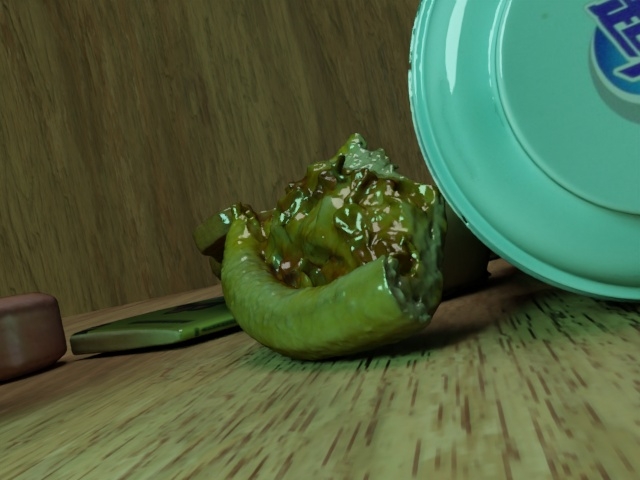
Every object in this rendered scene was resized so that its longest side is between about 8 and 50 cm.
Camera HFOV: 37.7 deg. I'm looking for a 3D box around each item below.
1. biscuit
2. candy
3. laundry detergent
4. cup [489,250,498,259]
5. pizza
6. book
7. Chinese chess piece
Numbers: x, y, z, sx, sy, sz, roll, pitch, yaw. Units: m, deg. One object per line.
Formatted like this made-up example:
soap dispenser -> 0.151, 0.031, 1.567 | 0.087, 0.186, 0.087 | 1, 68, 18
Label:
biscuit -> -0.051, -0.008, 1.203 | 0.202, 0.047, 0.334 | -21, -15, -2
candy -> -0.436, 0.128, 1.116 | 0.255, 0.094, 0.255 | -12, 0, 0
laundry detergent -> 0.210, -0.108, 0.648 | 0.287, 0.287, 0.305 | -12, 0, 11
cup -> 0.187, -0.018, 1.378 | 0.150, 0.113, 0.138 | -11, -2, -20
pizza -> 0.000, 0.000, 0.726 | 0.074, 0.182, 0.365 | 33, 2, -21
book -> -0.106, 0.087, 1.191 | 0.352, 0.035, 0.239 | -11, 1, -44
Chinese chess piece -> 0.045, 0.018, 1.000 | 0.270, 0.112, 0.270 | -12, -1, 0
